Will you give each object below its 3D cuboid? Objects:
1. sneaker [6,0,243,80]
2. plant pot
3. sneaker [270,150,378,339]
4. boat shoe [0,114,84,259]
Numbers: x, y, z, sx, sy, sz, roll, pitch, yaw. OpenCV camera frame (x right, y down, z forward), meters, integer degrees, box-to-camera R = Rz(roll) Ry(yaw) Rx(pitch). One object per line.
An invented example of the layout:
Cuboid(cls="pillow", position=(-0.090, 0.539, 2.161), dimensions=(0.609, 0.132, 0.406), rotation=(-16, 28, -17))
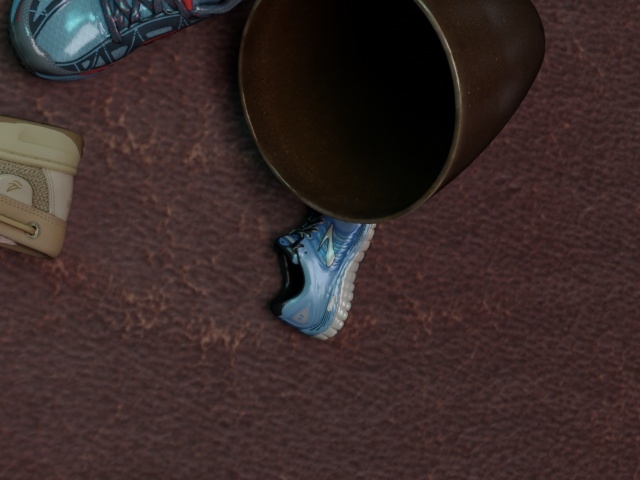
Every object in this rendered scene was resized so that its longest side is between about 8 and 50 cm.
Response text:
Cuboid(cls="sneaker", position=(-0.126, -0.211, 1.445), dimensions=(0.262, 0.125, 0.104), rotation=(-31, 103, -25))
Cuboid(cls="plant pot", position=(0.086, -0.146, 1.525), dimensions=(0.230, 0.215, 0.215), rotation=(-24, 103, -50))
Cuboid(cls="sneaker", position=(0.000, 0.000, 1.556), dimensions=(0.073, 0.063, 0.162), rotation=(17, 83, -24))
Cuboid(cls="boat shoe", position=(-0.335, -0.052, 1.339), dimensions=(0.341, 0.121, 0.110), rotation=(9, 86, -30))
